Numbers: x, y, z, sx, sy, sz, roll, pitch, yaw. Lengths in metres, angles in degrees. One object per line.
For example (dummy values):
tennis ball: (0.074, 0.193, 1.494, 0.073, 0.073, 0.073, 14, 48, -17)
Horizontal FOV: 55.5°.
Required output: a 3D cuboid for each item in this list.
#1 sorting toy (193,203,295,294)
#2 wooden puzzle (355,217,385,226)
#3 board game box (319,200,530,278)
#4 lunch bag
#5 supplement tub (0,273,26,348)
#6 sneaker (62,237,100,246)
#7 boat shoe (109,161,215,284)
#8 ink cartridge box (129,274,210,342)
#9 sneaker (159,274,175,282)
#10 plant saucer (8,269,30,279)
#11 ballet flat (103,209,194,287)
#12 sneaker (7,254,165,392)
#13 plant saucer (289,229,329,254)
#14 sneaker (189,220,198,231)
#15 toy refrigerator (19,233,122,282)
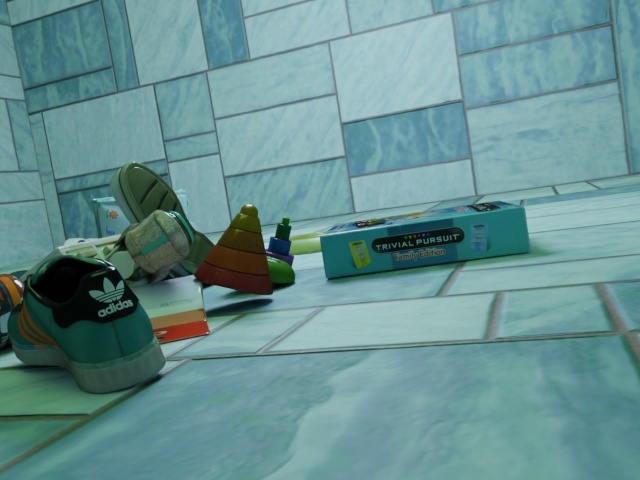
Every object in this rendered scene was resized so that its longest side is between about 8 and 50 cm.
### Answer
sorting toy: (-0.098, 0.003, 1.026, 0.127, 0.126, 0.365, 13, 5, 8)
wooden puzzle: (0.087, -0.033, 1.070, 0.049, 0.006, 0.083, -9, 6, -1)
board game box: (0.184, -0.009, 1.117, 0.336, 0.079, 0.254, -8, 5, 8)
lunch bag: (-0.500, -0.029, 1.753, 0.262, 0.223, 0.160, -9, 10, -26)
supplement tub: (-0.471, 0.105, 0.831, 0.106, 0.106, 0.198, -5, 7, 40)
sneaker: (-0.465, 0.055, 1.328, 0.148, 0.131, 0.350, 4, 9, -10)
boat shoe: (-0.301, -0.014, 1.133, 0.103, 0.302, 0.113, -8, 44, 25)
ink cartridge box: (-0.251, 0.098, 0.827, 0.189, 0.066, 0.232, -10, 1, -13)
sneaker: (-0.358, 0.064, 1.262, 0.152, 0.054, 0.061, 9, 8, -21)
plant saucer: (-0.532, 0.101, 1.132, 0.119, 0.119, 0.021, -9, 47, 3)
ballet flat: (-0.291, 0.026, 0.960, 0.106, 0.107, 0.316, -39, 3, -27)
sneaker: (-0.269, 0.070, 0.661, 0.108, 0.121, 0.302, -22, 16, -41)
plant saucer: (0.000, 0.000, 1.605, 0.241, 0.037, 0.241, -9, 4, 1)
sneaker: (-0.561, -0.010, 2.014, 0.210, 0.137, 0.366, -11, -10, 12)
toy refrigerator: (-0.385, 0.058, 1.064, 0.094, 0.102, 0.269, -37, 0, 9)
